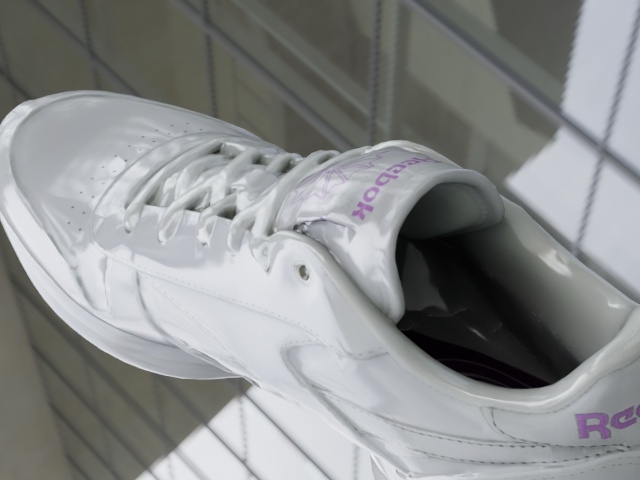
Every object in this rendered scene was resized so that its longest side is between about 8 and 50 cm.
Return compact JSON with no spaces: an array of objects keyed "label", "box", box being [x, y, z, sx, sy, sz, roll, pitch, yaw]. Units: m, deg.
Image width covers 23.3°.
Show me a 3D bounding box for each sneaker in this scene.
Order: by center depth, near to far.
[{"label":"sneaker","box":[0.000,0.000,0.559,0.114,0.305,0.152,-46,-29,-31]}]
